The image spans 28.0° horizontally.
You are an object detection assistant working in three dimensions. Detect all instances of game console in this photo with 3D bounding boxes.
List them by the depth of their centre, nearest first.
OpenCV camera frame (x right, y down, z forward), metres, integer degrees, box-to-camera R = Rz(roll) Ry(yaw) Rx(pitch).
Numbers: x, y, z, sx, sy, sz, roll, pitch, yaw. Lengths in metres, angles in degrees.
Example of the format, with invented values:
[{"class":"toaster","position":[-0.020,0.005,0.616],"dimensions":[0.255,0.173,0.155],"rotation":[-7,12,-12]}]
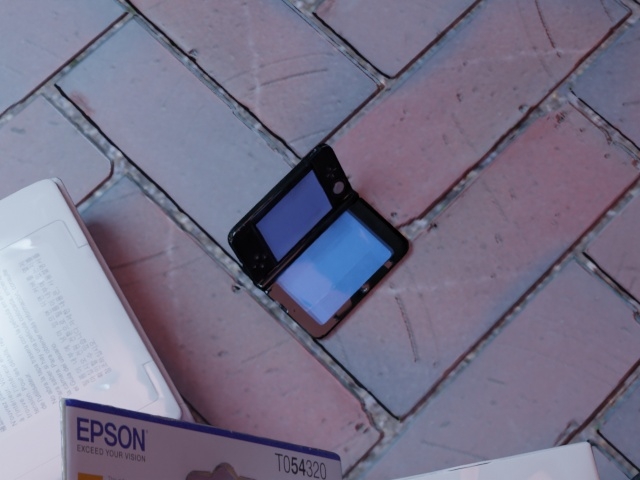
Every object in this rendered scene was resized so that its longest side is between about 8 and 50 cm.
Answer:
[{"class":"game console","position":[0.000,0.000,1.082],"dimensions":[0.122,0.107,0.071],"rotation":[-45,48,-16]}]

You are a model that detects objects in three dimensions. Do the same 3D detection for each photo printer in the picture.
[{"class":"photo printer","position":[-0.285,0.124,1.011],"dimensions":[0.307,0.107,0.256],"rotation":[-29,73,-10]}]

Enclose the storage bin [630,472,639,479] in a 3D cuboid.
[{"class":"storage bin","position":[0.308,0.260,0.984],"dimensions":[0.180,0.084,0.122],"rotation":[30,73,9]}]

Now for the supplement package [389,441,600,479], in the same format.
[{"class":"supplement package","position":[0.132,0.314,0.912],"dimensions":[0.177,0.175,0.293],"rotation":[-10,71,-2]}]

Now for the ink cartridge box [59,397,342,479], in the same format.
[{"class":"ink cartridge box","position":[-0.079,0.292,0.853],"dimensions":[0.071,0.324,0.330],"rotation":[-18,66,28]}]
